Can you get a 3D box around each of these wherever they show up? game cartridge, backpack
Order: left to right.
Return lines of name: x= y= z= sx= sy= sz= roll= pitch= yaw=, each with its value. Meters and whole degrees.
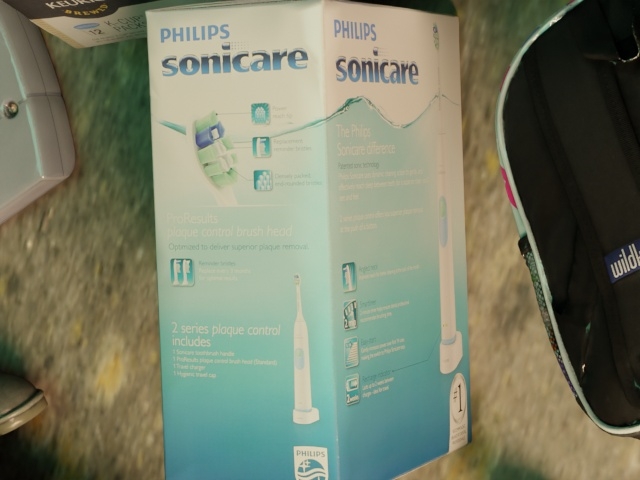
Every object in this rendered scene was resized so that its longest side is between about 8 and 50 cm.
game cartridge: x=-0.310 y=-0.140 z=1.311 sx=0.196 sy=0.060 sz=0.294 roll=-32 pitch=80 yaw=28
backpack: x=0.228 y=-0.032 z=0.976 sx=0.225 sy=0.191 sz=0.253 roll=-27 pitch=75 yaw=27

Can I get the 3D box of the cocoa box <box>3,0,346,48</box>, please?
cocoa box: x=-0.069 y=-0.284 z=1.053 sx=0.347 sy=0.228 sz=0.231 roll=-5 pitch=73 yaw=26

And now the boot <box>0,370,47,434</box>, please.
boot: x=-0.313 y=0.050 z=1.281 sx=0.190 sy=0.076 sz=0.208 roll=-5 pitch=108 yaw=29

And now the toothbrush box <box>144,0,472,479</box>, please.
toothbrush box: x=0.000 y=0.000 z=1.079 sx=0.126 sy=0.216 sz=0.295 roll=1 pitch=95 yaw=26
